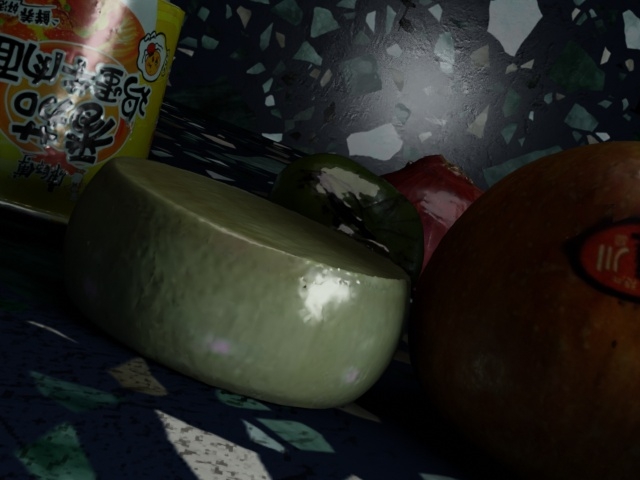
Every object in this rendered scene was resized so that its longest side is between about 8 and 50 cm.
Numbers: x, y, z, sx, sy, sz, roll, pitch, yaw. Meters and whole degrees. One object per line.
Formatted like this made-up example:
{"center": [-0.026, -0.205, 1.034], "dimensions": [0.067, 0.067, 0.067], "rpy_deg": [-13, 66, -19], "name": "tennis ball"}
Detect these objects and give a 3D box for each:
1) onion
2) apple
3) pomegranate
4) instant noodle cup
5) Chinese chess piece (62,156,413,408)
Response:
{"center": [0.135, -0.004, 1.241], "dimensions": [0.248, 0.161, 0.248], "rpy_deg": [11, 28, -6], "name": "onion"}
{"center": [0.221, 0.050, 0.690], "dimensions": [0.309, 0.250, 0.277], "rpy_deg": [21, 8, 5], "name": "apple"}
{"center": [0.011, 0.003, 0.894], "dimensions": [0.152, 0.131, 0.191], "rpy_deg": [26, 16, 10], "name": "pomegranate"}
{"center": [-0.244, -0.143, 0.909], "dimensions": [0.264, 0.200, 0.264], "rpy_deg": [22, 6, -2], "name": "instant noodle cup"}
{"center": [-0.050, 0.025, 0.688], "dimensions": [0.237, 0.092, 0.238], "rpy_deg": [21, 7, -3], "name": "Chinese chess piece"}
